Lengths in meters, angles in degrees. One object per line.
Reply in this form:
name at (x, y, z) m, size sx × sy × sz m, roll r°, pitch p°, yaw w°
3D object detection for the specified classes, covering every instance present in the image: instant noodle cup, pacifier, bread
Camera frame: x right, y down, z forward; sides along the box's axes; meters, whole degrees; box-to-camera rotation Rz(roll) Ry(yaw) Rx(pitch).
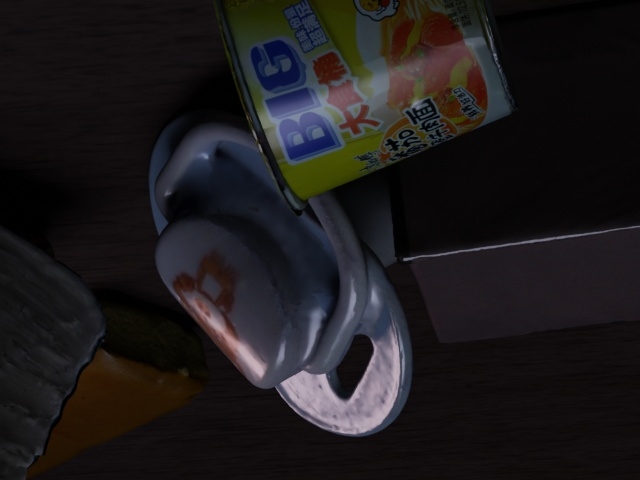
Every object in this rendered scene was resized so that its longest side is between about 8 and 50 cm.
instant noodle cup at (0.026, -0.135, 1.192) m, size 0.153 × 0.205 × 0.205 m, roll -18°, pitch 151°, yaw 9°
pacifier at (0.000, 0.000, 1.456) m, size 0.207 × 0.279 × 0.227 m, roll -28°, pitch 156°, yaw -38°
bread at (-0.262, 0.150, 1.837) m, size 0.138 × 0.077 × 0.361 m, roll 22°, pitch 144°, yaw -38°

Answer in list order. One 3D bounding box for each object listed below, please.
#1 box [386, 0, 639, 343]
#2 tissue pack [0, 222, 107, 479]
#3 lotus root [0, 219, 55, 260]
box at (0.179, -0.047, 1.372) m, size 0.252 × 0.188 × 0.153 m, roll -9°, pitch 152°, yaw 8°
tissue pack at (-0.405, 0.133, 1.545) m, size 0.264 × 0.253 × 0.416 m, roll 39°, pitch 136°, yaw -20°
lotus root at (-0.260, 0.027, 1.609) m, size 0.072 × 0.063 × 0.152 m, roll 33°, pitch 140°, yaw -20°
